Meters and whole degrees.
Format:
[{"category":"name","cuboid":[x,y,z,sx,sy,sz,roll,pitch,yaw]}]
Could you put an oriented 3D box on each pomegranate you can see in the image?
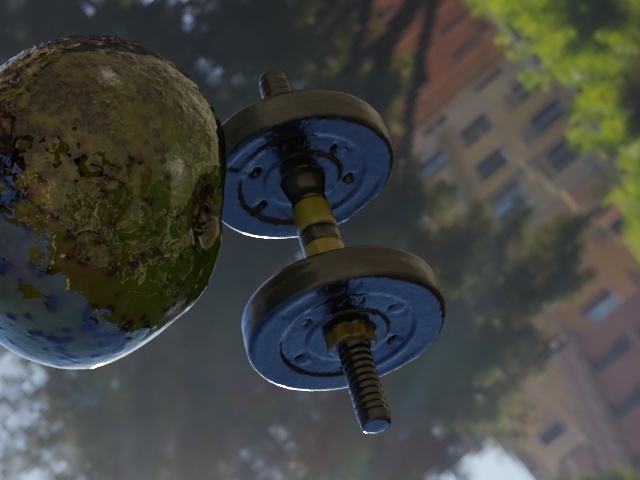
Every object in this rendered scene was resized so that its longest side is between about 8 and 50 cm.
[{"category":"pomegranate","cuboid":[-0.181,-0.035,1.263,0.248,0.214,0.214,15,-177,20]}]

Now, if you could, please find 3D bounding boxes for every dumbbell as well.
[{"category":"dumbbell","cuboid":[0.000,0.000,1.403,0.143,0.143,0.325,34,-150,-47]}]
